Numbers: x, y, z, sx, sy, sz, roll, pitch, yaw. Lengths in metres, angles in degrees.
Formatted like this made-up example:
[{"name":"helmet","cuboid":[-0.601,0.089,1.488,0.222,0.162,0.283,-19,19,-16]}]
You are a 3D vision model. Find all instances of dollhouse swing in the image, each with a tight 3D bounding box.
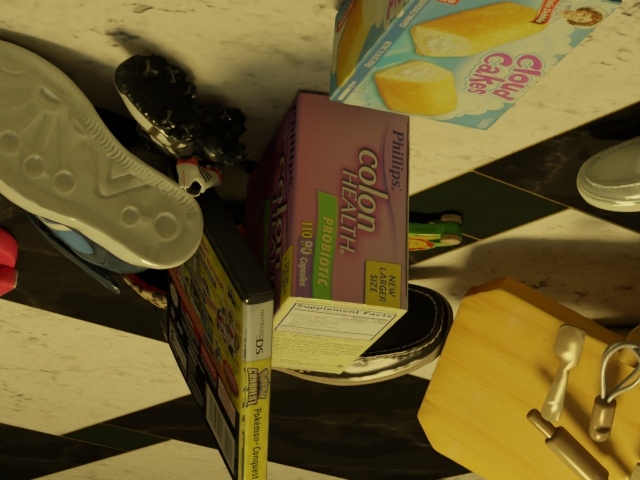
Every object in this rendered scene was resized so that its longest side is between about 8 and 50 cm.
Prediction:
[{"name":"dollhouse swing","cuboid":[0.352,0.170,2.127,0.315,0.305,0.346,-29,148,-39]}]

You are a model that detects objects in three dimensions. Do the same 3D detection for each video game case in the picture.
[{"name":"video game case","cuboid":[-0.109,0.081,1.776,0.035,0.275,0.248,-9,126,-18]}]

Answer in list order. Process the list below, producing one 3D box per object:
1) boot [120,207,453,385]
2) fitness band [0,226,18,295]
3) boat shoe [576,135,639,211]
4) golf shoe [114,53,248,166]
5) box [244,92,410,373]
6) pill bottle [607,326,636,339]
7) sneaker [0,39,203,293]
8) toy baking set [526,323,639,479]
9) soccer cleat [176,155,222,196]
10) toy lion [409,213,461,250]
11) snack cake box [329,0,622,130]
[{"name":"boot","cuboid":[-0.045,0.067,2.057,0.378,0.138,0.284,4,160,15]},{"name":"fitness band","cuboid":[-0.500,0.024,2.143,0.209,0.054,0.291,20,153,-31]},{"name":"boat shoe","cuboid":[0.349,-0.090,1.648,0.228,0.079,0.081,-12,146,25]},{"name":"golf shoe","cuboid":[-0.154,-0.115,1.658,0.094,0.077,0.198,-7,156,28]},{"name":"box","cuboid":[0.000,0.000,1.738,0.117,0.213,0.243,7,160,-14]},{"name":"pill bottle","cuboid":[0.366,0.177,2.287,0.215,0.117,0.117,-4,158,21]},{"name":"sneaker","cuboid":[-0.283,-0.077,1.716,0.323,0.130,0.236,38,164,-26]},{"name":"toy baking set","cuboid":[0.337,0.203,1.965,0.256,0.030,0.197,41,129,-6]},{"name":"soccer cleat","cuboid":[-0.119,-0.058,1.676,0.029,0.035,0.083,-2,169,18]},{"name":"toy lion","cuboid":[0.113,-0.005,1.976,0.100,0.034,0.096,2,166,6]},{"name":"snack cake box","cuboid":[0.120,-0.187,1.394,0.152,0.089,0.264,10,159,-15]}]
